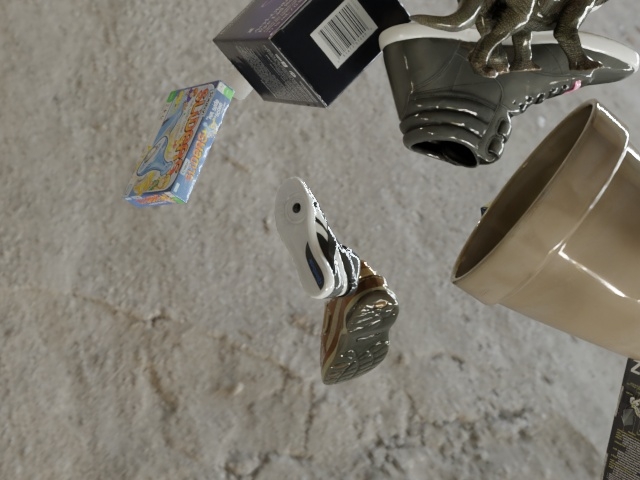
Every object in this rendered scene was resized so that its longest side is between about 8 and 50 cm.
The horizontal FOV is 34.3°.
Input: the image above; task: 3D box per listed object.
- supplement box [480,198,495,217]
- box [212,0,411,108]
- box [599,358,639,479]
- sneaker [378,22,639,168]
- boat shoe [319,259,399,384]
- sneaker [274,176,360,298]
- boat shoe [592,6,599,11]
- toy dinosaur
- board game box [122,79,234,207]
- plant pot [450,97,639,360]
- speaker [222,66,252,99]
[{"bbox_3d":[0.388,-0.052,2.128,0.083,0.083,0.056,-29,118,-39],"label":"supplement box"},{"bbox_3d":[-0.015,-0.250,1.236,0.153,0.207,0.108,-47,114,-11],"label":"box"},{"bbox_3d":[0.610,0.364,1.557,0.097,0.318,0.395,-2,14,-35],"label":"box"},{"bbox_3d":[0.207,-0.149,1.123,0.296,0.104,0.147,0,84,-14],"label":"sneaker"},{"bbox_3d":[0.062,0.151,1.909,0.122,0.324,0.120,-9,57,-22],"label":"boat shoe"},{"bbox_3d":[0.000,0.000,1.753,0.121,0.079,0.217,7,61,-52],"label":"sneaker"},{"bbox_3d":[0.369,-0.503,1.642,0.301,0.108,0.102,53,11,-31],"label":"boat shoe"},{"bbox_3d":[0.188,-0.236,0.975,0.313,0.121,0.160,-8,102,-28],"label":"toy dinosaur"},{"bbox_3d":[-0.221,-0.149,1.614,0.035,0.136,0.201,36,65,-36],"label":"board game box"},{"bbox_3d":[0.387,0.013,1.449,0.280,0.323,0.323,37,38,0],"label":"plant pot"},{"bbox_3d":[-0.124,-0.324,1.931,0.055,0.136,0.055,28,38,-24],"label":"speaker"}]
